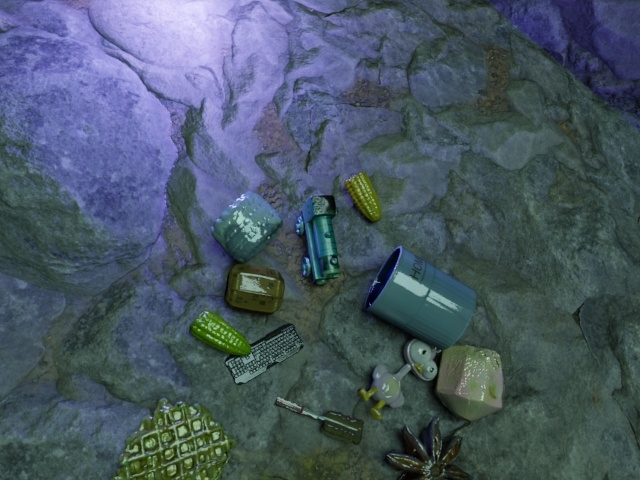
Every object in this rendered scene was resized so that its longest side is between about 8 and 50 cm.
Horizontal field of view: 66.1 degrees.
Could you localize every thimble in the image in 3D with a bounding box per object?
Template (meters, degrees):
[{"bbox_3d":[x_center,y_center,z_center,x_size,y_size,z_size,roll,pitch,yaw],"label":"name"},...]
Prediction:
[{"bbox_3d":[-0.242,-0.048,1.644,0.172,0.205,0.250,44,39,1],"label":"thimble"}]

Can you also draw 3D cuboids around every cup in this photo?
[{"bbox_3d":[0.348,0.204,1.750,0.311,0.331,0.257,30,92,-1],"label":"cup"}]

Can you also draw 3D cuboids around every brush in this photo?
[{"bbox_3d":[-0.006,0.573,1.589,0.301,0.071,0.084,21,49,-2],"label":"brush"}]

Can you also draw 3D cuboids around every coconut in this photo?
[{"bbox_3d":[0.521,0.500,1.709,0.233,0.233,0.245,20,62,-12],"label":"coconut"}]

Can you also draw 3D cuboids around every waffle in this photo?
[{"bbox_3d":[-0.417,0.626,1.409,0.297,0.073,0.317,34,63,-6],"label":"waffle"}]

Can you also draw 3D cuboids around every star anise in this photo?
[{"bbox_3d":[0.352,0.747,1.618,0.331,0.117,0.332,5,77,-22],"label":"star anise"}]

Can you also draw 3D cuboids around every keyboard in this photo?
[{"bbox_3d":[-0.180,0.371,1.619,0.262,0.016,0.106,-26,81,-26],"label":"keyboard"}]

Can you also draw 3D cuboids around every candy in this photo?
[{"bbox_3d":[-0.310,0.303,1.558,0.209,0.097,0.097,33,63,-8],"label":"candy"},{"bbox_3d":[0.173,-0.160,1.899,0.106,0.094,0.199,-22,86,-62],"label":"candy"}]

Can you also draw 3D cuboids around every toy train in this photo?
[{"bbox_3d":[0.000,0.000,1.722,0.120,0.194,0.298,-3,73,-22],"label":"toy train"}]

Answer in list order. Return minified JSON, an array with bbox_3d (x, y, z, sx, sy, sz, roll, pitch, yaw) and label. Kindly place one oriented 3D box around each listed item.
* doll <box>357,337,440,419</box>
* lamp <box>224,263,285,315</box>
[{"bbox_3d":[0.288,0.464,1.710,0.365,0.094,0.160,-29,85,-26],"label":"doll"},{"bbox_3d":[-0.217,0.162,1.609,0.185,0.161,0.161,12,67,-13],"label":"lamp"}]
